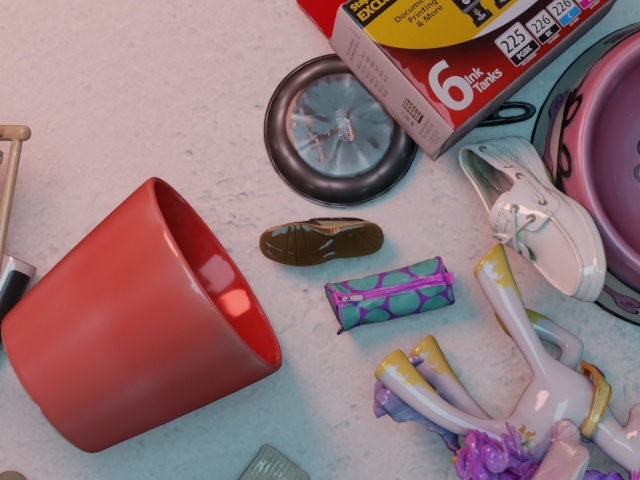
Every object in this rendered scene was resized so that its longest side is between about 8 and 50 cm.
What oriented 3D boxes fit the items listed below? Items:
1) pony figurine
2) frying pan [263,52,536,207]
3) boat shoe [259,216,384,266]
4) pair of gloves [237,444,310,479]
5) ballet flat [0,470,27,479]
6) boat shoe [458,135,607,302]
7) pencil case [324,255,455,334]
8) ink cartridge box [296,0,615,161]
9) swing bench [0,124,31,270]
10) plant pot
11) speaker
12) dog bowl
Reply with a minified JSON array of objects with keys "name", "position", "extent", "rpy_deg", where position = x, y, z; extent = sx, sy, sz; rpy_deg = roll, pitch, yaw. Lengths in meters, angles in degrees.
[{"name":"pony figurine","position":[0.241,0.234,1.831],"extent":[0.363,0.303,0.351],"rpy_deg":[41,73,16]},{"name":"frying pan","position":[0.088,-0.123,1.969],"extent":[0.326,0.053,0.197],"rpy_deg":[16,83,4]},{"name":"boat shoe","position":[0.000,0.000,1.949],"extent":[0.152,0.049,0.056],"rpy_deg":[-1,101,-5]},{"name":"pair of gloves","position":[-0.044,0.383,1.874],"extent":[0.240,0.042,0.204],"rpy_deg":[45,66,4]},{"name":"ballet flat","position":[-0.417,0.369,1.884],"extent":[0.072,0.068,0.213],"rpy_deg":[35,83,3]},{"name":"boat shoe","position":[0.240,-0.024,1.866],"extent":[0.096,0.277,0.098],"rpy_deg":[-1,126,-25]},{"name":"pencil case","position":[0.085,0.066,1.930],"extent":[0.151,0.070,0.064],"rpy_deg":[-14,79,-4]},{"name":"ink cartridge box","position":[0.169,-0.303,1.929],"extent":[0.309,0.130,0.272],"rpy_deg":[-41,84,-15]},{"name":"swing bench","position":[-0.485,-0.022,1.867],"extent":[0.165,0.254,0.253],"rpy_deg":[14,82,-36]},{"name":"plant pot","position":[-0.215,0.102,1.838],"extent":[0.243,0.275,0.275],"rpy_deg":[-34,84,7]},{"name":"speaker","position":[-0.398,0.085,1.928],"extent":[0.055,0.055,0.136],"rpy_deg":[24,83,2]},{"name":"dog bowl","position":[0.463,-0.091,1.918],"extent":[0.408,0.150,0.408],"rpy_deg":[0,83,-1]}]
